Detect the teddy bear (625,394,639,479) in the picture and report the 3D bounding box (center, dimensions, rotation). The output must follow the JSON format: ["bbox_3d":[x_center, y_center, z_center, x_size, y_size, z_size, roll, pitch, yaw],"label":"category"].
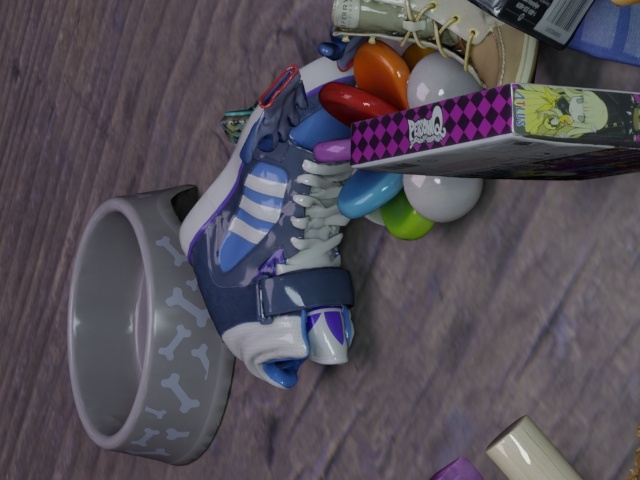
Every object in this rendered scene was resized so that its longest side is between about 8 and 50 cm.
[{"bbox_3d":[0.271,0.137,1.131,0.245,0.113,0.338,-15,56,68],"label":"teddy bear"}]

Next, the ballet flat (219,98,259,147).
[{"bbox_3d":[-0.058,-0.111,1.845,0.188,0.070,0.070,-34,-46,-73],"label":"ballet flat"}]

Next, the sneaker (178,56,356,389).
[{"bbox_3d":[-0.001,0.000,1.746,0.323,0.130,0.236,-50,60,35],"label":"sneaker"}]

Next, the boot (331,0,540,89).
[{"bbox_3d":[0.091,-0.172,1.443,0.213,0.165,0.077,-91,8,-50],"label":"boot"}]

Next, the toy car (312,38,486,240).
[{"bbox_3d":[0.059,-0.092,1.583,0.159,0.136,0.182,0,87,64],"label":"toy car"}]

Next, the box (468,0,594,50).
[{"bbox_3d":[0.086,-0.274,1.289,0.270,0.165,0.143,38,101,23],"label":"box"}]

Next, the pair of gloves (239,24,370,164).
[{"bbox_3d":[-0.003,-0.147,1.585,0.198,0.023,0.159,-49,-7,-9],"label":"pair of gloves"}]

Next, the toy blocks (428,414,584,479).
[{"bbox_3d":[0.104,0.338,1.320,0.260,0.288,0.309,48,145,2],"label":"toy blocks"}]

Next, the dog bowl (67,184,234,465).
[{"bbox_3d":[-0.215,0.102,2.166,0.349,0.102,0.348,-178,90,-64],"label":"dog bowl"}]

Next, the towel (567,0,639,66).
[{"bbox_3d":[0.246,-0.274,1.340,0.209,0.034,0.285,29,115,59],"label":"towel"}]

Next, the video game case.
[{"bbox_3d":[0.165,-0.074,1.283,0.232,0.210,0.041,173,99,-64],"label":"video game case"}]

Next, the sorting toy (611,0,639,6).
[{"bbox_3d":[0.307,-0.172,1.022,0.196,0.047,0.348,-59,29,-9],"label":"sorting toy"}]
